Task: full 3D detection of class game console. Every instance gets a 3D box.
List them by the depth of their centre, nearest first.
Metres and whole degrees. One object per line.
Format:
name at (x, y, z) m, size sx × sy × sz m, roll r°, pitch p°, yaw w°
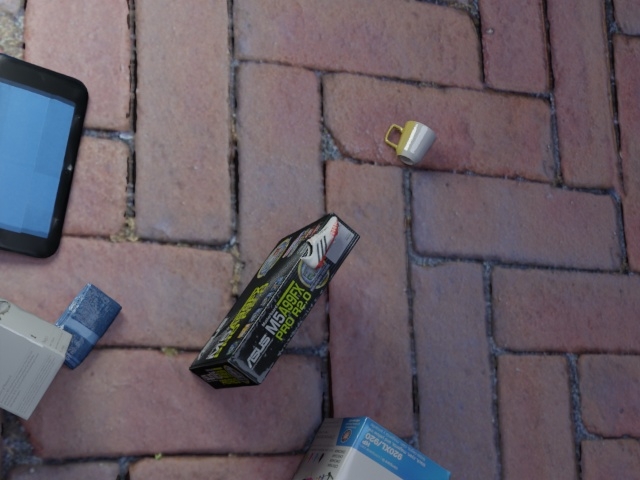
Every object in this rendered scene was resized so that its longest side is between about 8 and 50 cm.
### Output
game console at (-0.457, -0.149, 1.155) m, size 0.173 × 0.250 × 0.293 m, roll 6°, pitch 75°, yaw -1°

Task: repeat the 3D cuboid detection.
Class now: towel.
towel at (-0.352, 0.126, 1.225) m, size 0.067 × 0.029 × 0.119 m, roll 39°, pitch 67°, yaw -12°

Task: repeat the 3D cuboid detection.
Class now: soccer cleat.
soccer cleat at (0.000, 0.000, 1.163) m, size 0.035 × 0.029 × 0.083 m, roll 30°, pitch 74°, yaw -20°

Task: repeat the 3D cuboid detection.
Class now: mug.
mug at (0.162, -0.173, 1.498) m, size 0.062 × 0.078 × 0.064 m, roll 41°, pitch 72°, yaw -45°

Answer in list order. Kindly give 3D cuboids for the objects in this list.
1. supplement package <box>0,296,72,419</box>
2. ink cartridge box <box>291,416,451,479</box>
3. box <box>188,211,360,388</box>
supplement package at (-0.444, 0.143, 1.124) m, size 0.179 × 0.105 × 0.105 m, roll 31°, pitch 94°, yaw -15°
ink cartridge box at (0.047, 0.410, 1.253) m, size 0.168 × 0.171 × 0.233 m, roll 36°, pitch 67°, yaw -12°
box at (-0.073, 0.095, 1.246) m, size 0.060 × 0.216 × 0.270 m, roll 40°, pitch 67°, yaw -12°
